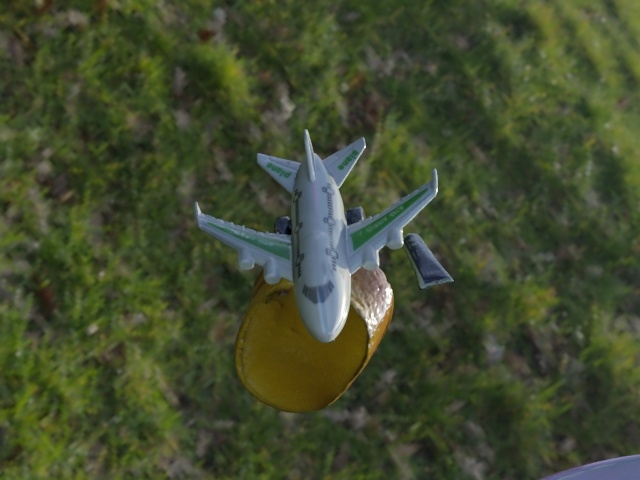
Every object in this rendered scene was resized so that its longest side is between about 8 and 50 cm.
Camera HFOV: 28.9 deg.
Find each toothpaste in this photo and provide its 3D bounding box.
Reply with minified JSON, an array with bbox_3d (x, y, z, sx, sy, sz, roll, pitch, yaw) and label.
[{"bbox_3d":[0.112,0.021,1.369,0.140,0.037,0.021,-112,-174,-65],"label":"toothpaste"}]

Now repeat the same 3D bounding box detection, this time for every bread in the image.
[{"bbox_3d":[-0.013,0.118,1.721,0.195,0.269,0.142,28,38,-3],"label":"bread"}]

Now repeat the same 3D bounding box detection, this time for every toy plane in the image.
[{"bbox_3d":[0.001,0.003,1.250,0.101,0.251,0.255,76,8,-52],"label":"toy plane"}]

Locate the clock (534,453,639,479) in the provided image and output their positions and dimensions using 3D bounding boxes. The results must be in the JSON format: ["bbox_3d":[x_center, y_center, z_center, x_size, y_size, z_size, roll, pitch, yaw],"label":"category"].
[{"bbox_3d":[0.170,0.292,0.692,0.338,0.338,0.102,55,-20,8],"label":"clock"}]
